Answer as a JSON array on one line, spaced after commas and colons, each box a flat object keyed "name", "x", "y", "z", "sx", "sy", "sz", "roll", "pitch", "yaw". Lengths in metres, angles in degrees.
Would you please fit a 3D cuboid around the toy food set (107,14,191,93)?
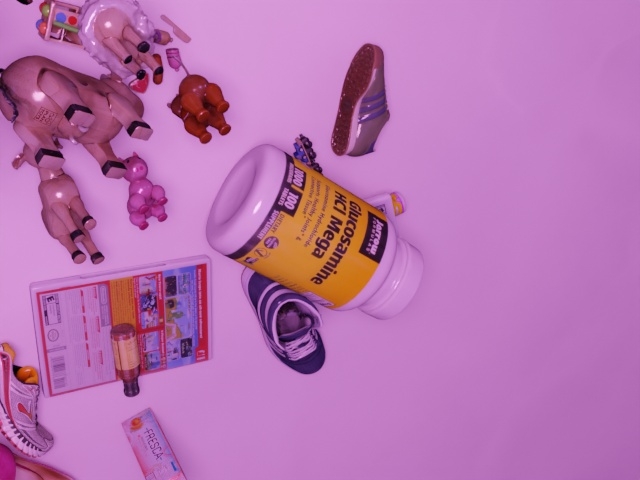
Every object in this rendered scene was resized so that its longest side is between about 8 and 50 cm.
[{"name": "toy food set", "x": -0.242, "y": -0.261, "z": 1.045, "sx": 0.078, "sy": 0.019, "sz": 0.122, "roll": 37, "pitch": 92, "yaw": -37}]

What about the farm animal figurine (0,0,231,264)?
[{"name": "farm animal figurine", "x": -0.307, "y": -0.148, "z": 0.962, "sx": 0.330, "sy": 0.172, "sz": 0.327, "roll": -43, "pitch": 156, "yaw": 3}]

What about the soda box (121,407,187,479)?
[{"name": "soda box", "x": -0.279, "y": 0.369, "z": 1.227, "sx": 0.058, "sy": 0.183, "sz": 0.062, "roll": -27, "pitch": 125, "yaw": -16}]

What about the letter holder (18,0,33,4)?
[{"name": "letter holder", "x": -0.358, "y": -0.319, "z": 0.772, "sx": 0.152, "sy": 0.302, "sz": 0.214, "roll": -31, "pitch": 125, "yaw": -14}]

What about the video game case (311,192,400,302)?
[{"name": "video game case", "x": 0.052, "y": 0.015, "z": 1.319, "sx": 0.191, "sy": 0.022, "sz": 0.173, "roll": -18, "pitch": 122, "yaw": -3}]

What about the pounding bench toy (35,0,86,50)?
[{"name": "pounding bench toy", "x": -0.332, "y": -0.282, "z": 0.943, "sx": 0.065, "sy": 0.083, "sz": 0.052, "roll": 7, "pitch": 109, "yaw": -33}]

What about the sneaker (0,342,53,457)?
[{"name": "sneaker", "x": -0.468, "y": 0.253, "z": 1.123, "sx": 0.093, "sy": 0.088, "sz": 0.225, "roll": -36, "pitch": 133, "yaw": -25}]

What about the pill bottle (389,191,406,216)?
[{"name": "pill bottle", "x": 0.114, "y": -0.056, "z": 1.336, "sx": 0.083, "sy": 0.043, "sz": 0.043, "roll": -26, "pitch": 123, "yaw": -17}]

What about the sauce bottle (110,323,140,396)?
[{"name": "sauce bottle", "x": -0.317, "y": 0.198, "z": 1.180, "sx": 0.042, "sy": 0.042, "sz": 0.128, "roll": -12, "pitch": 120, "yaw": -25}]

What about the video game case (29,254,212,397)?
[{"name": "video game case", "x": -0.319, "y": 0.139, "z": 1.192, "sx": 0.285, "sy": 0.025, "sz": 0.203, "roll": -9, "pitch": 117, "yaw": -26}]

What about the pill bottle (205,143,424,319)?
[{"name": "pill bottle", "x": 0.000, "y": 0.000, "z": 1.174, "sx": 0.334, "sy": 0.188, "sz": 0.187, "roll": 29, "pitch": 97, "yaw": -25}]

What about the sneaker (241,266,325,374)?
[{"name": "sneaker", "x": -0.042, "y": 0.172, "z": 1.288, "sx": 0.099, "sy": 0.153, "sz": 0.282, "roll": -34, "pitch": 126, "yaw": -11}]

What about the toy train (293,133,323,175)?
[{"name": "toy train", "x": -0.013, "y": -0.114, "z": 1.247, "sx": 0.036, "sy": 0.027, "sz": 0.158, "roll": -25, "pitch": 125, "yaw": -4}]

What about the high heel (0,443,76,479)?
[{"name": "high heel", "x": -0.460, "y": 0.369, "z": 1.146, "sx": 0.117, "sy": 0.082, "sz": 0.244, "roll": -11, "pitch": 141, "yaw": -17}]

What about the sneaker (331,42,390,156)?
[{"name": "sneaker", "x": 0.083, "y": -0.233, "z": 1.226, "sx": 0.086, "sy": 0.064, "sz": 0.192, "roll": 2, "pitch": 112, "yaw": -39}]
